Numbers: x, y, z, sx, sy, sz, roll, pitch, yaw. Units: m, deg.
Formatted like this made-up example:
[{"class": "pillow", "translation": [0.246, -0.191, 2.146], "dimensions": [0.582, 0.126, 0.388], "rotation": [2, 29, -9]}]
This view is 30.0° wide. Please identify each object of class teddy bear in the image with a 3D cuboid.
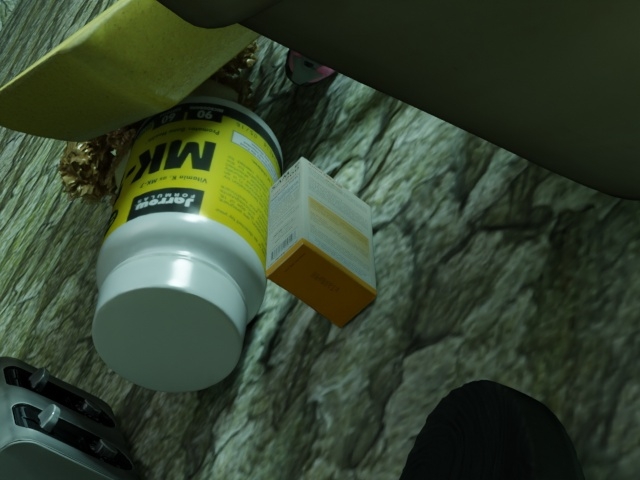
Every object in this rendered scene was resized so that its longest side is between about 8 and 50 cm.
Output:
[{"class": "teddy bear", "translation": [-0.159, -0.130, 1.195], "dimensions": [0.338, 0.113, 0.245], "rotation": [20, 82, 58]}]

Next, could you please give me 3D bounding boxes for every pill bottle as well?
[{"class": "pill bottle", "translation": [-0.093, 0.000, 0.850], "dimensions": [0.119, 0.119, 0.208], "rotation": [-39, 28, 30]}]

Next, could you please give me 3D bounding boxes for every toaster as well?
[{"class": "toaster", "translation": [-0.224, 0.189, 0.841], "dimensions": [0.186, 0.110, 0.168], "rotation": [-53, 23, 1]}]

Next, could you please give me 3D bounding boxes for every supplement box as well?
[{"class": "supplement box", "translation": [0.000, 0.000, 0.749], "dimensions": [0.036, 0.062, 0.098], "rotation": [-43, 25, 26]}]

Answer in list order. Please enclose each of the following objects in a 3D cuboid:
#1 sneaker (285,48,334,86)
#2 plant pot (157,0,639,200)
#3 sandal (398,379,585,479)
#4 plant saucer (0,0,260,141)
[{"class": "sneaker", "translation": [-0.008, -0.163, 1.019], "dimensions": [0.057, 0.047, 0.119], "rotation": [-41, 18, 41]}, {"class": "plant pot", "translation": [0.100, -0.173, 0.534], "dimensions": [0.323, 0.280, 0.323], "rotation": [-41, 27, 26]}, {"class": "sandal", "translation": [-0.015, 0.224, 0.367], "dimensions": [0.167, 0.107, 0.446], "rotation": [-49, 17, 57]}, {"class": "plant saucer", "translation": [-0.097, -0.189, 0.953], "dimensions": [0.333, 0.081, 0.332], "rotation": [-42, 17, -21]}]
